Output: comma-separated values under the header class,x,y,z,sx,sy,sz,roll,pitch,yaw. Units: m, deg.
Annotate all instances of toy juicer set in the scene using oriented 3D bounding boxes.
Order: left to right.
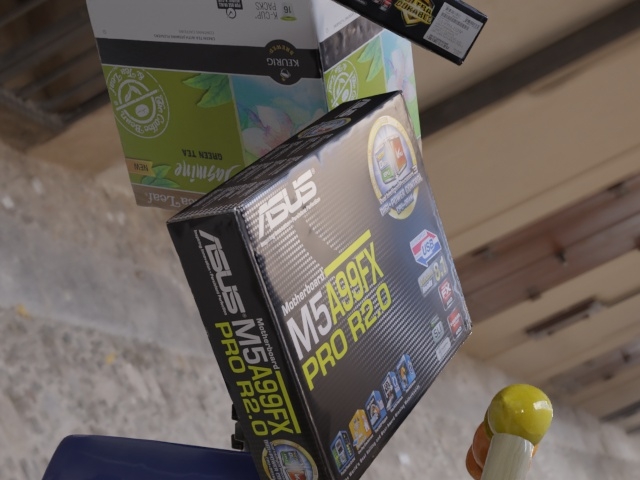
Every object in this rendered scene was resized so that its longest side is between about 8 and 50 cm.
class,x,y,z,sx,sy,sz,roll,pitch,yaw
toy juicer set,0.149,0.217,0.903,0.329,0.089,0.209,31,76,-83

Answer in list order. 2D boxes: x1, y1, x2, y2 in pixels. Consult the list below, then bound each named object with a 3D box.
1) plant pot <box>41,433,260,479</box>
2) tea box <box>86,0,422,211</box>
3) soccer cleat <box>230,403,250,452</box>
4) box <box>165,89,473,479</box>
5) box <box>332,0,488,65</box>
class,x,y,z,sx,sy,sz,roll,pitch,yaw
plant pot,-0.122,0.319,0.981,0.212,0.236,0.236,-63,141,-38
tea box,-0.076,-0.209,1.483,0.220,0.329,0.323,-44,133,-46
soccer cleat,-0.047,0.149,1.541,0.093,0.121,0.289,113,-18,-65
box,0.015,0.031,0.873,0.270,0.060,0.216,-40,117,-55
box,0.022,-0.236,1.031,0.175,0.051,0.220,22,16,-30
